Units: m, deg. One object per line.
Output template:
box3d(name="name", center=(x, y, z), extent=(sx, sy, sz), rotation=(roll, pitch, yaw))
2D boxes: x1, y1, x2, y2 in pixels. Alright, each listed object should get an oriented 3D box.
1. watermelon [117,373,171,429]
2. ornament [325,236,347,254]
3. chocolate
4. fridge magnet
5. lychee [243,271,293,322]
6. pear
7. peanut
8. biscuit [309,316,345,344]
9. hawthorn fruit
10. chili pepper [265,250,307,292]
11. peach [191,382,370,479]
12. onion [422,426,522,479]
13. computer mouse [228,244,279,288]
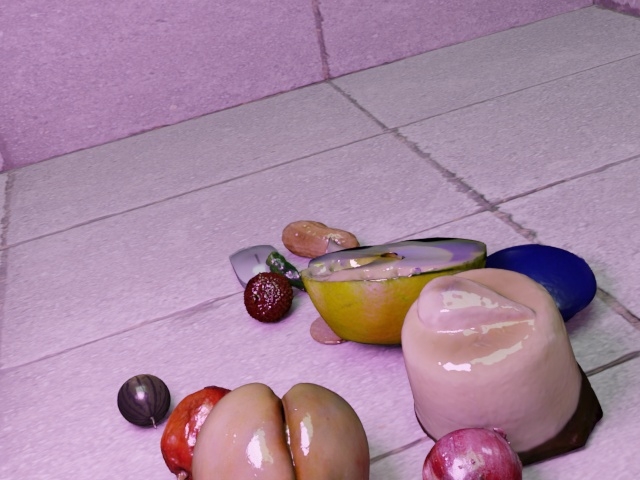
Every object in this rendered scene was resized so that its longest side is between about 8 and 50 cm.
box3d(name="watermelon", center=(-0.353, 0.331, 1.503), extent=(0.105, 0.105, 0.133), rotation=(-24, 46, -21))
box3d(name="ornament", center=(0.090, 0.046, 1.829), extent=(0.156, 0.074, 0.081), rotation=(13, -4, 4))
box3d(name="chocolate", center=(0.311, 0.198, 1.322), extent=(0.326, 0.297, 0.314), rotation=(-13, 36, -4))
box3d(name="fridge magnet", center=(0.456, 0.098, 1.605), extent=(0.265, 0.112, 0.265), rotation=(-9, 30, 5))
box3d(name="lychee", center=(-0.118, 0.129, 1.745), extent=(0.123, 0.123, 0.129), rotation=(17, 32, 39))
box3d(name="pear", center=(0.162, 0.114, 1.586), extent=(0.399, 0.165, 0.399), rotation=(-7, 9, 1))
box3d(name="peanut", center=(0.000, 0.000, 1.937), extent=(0.226, 0.095, 0.108), rotation=(12, 34, 32))
box3d(name="biscuit", center=(0.033, 0.196, 1.680), extent=(0.120, 0.015, 0.120), rotation=(-9, 31, 5))
box3d(name="hawthorn fruit", center=(-0.207, 0.354, 1.362), extent=(0.179, 0.173, 0.173), rotation=(-23, 32, -20))
box3d(name="chili pepper", center=(-0.050, 0.083, 1.817), extent=(0.182, 0.050, 0.073), rotation=(18, 63, 0))
box3d(name="peach", center=(-0.060, 0.369, 1.197), extent=(0.292, 0.292, 0.247), rotation=(-31, -6, -29))
box3d(name="onion", center=(0.244, 0.391, 1.159), extent=(0.159, 0.159, 0.195), rotation=(-11, 31, 1))
box3d(name="computer mouse", center=(-0.167, 0.055, 1.927), extent=(0.128, 0.079, 0.231), rotation=(-17, 28, -13))
